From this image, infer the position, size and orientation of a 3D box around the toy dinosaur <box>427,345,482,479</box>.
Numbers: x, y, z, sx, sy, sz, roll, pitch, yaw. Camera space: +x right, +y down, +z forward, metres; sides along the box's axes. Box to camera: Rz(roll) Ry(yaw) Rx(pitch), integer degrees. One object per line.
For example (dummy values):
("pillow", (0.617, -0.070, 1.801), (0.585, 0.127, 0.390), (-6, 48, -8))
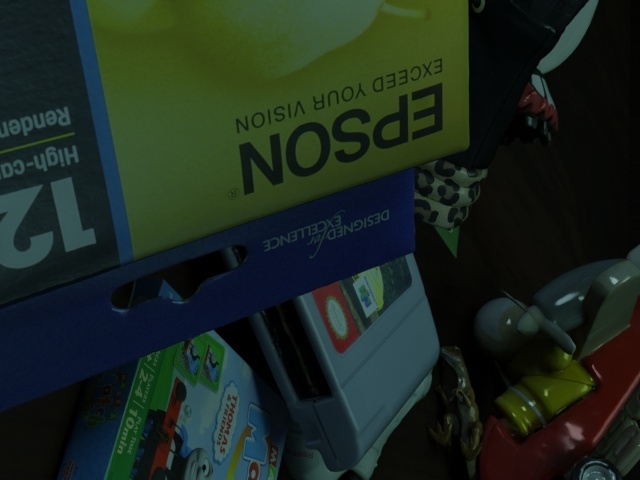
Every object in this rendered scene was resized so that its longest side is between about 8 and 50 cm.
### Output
("toy dinosaur", (0.178, 0.234, 1.264), (0.112, 0.064, 0.212), (-32, 118, -64))

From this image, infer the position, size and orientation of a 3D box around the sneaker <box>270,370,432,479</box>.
("sneaker", (0.027, 0.161, 0.920), (0.232, 0.090, 0.115), (-11, 105, -57))

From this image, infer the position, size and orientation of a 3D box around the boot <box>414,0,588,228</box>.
("boot", (0.087, -0.210, 0.946), (0.138, 0.377, 0.284), (7, 117, -35))

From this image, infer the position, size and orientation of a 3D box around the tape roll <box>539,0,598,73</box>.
("tape roll", (0.227, -0.391, 1.255), (0.392, 0.072, 0.392), (-9, 103, -47))

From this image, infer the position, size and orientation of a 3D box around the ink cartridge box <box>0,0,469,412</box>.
("ink cartridge box", (-0.069, -0.070, 0.466), (0.303, 0.072, 0.307), (-20, 120, -24))

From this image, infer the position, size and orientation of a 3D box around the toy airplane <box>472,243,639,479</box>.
("toy airplane", (0.336, 0.144, 1.369), (0.384, 0.272, 0.386), (-26, 142, -57))

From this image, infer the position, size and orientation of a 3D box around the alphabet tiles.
("alphabet tiles", (0.394, 0.288, 1.526), (0.278, 0.021, 0.284), (-53, -173, 11))

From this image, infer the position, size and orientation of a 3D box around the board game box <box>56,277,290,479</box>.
("board game box", (-0.089, 0.145, 0.695), (0.211, 0.039, 0.160), (55, 40, -52))

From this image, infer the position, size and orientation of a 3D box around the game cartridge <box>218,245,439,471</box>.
("game cartridge", (0.000, 0.000, 0.795), (0.294, 0.060, 0.196), (67, 27, -9))

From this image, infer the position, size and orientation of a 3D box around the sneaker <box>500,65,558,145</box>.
("sneaker", (0.196, -0.189, 1.131), (0.276, 0.097, 0.135), (28, 64, -58))

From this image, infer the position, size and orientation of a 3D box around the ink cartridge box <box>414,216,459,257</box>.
("ink cartridge box", (0.116, -0.094, 1.143), (0.109, 0.062, 0.209), (51, 43, -52))

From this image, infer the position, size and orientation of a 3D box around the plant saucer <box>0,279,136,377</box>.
("plant saucer", (-0.156, -0.005, 0.567), (0.168, 0.029, 0.168), (-1, 90, -66))
